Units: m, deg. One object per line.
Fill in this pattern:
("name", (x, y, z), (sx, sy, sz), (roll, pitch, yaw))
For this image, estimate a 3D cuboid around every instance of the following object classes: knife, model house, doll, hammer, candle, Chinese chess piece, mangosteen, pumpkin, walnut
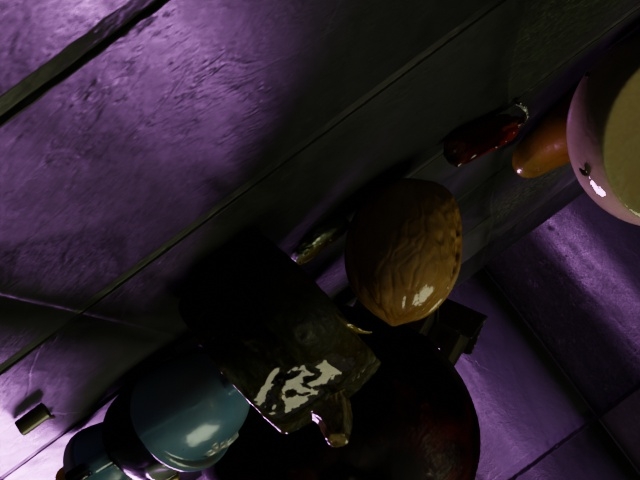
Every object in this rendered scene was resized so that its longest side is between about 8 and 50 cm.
("knife", (-0.102, 0.094, 1.745), (0.210, 0.015, 0.028), (-29, 174, -32))
("model house", (0.179, 0.109, 2.340), (0.243, 0.204, 0.211), (-59, 163, -24))
("doll", (-0.198, 0.236, 1.715), (0.314, 0.141, 0.177), (-36, 173, 31))
("hammer", (-0.302, 0.192, 1.501), (0.035, 0.019, 0.110), (-36, 176, -3))
("candle", (0.205, -0.134, 1.685), (0.053, 0.048, 0.162), (1, -161, 40))
("Chinese chess piece", (0.458, -0.150, 1.848), (0.273, 0.273, 0.102), (-35, -156, -8))
("mangosteen", (0.006, 0.250, 1.884), (0.381, 0.421, 0.381), (-21, 137, -20))
("pumpkin", (-0.029, 0.122, 1.483), (0.139, 0.222, 0.317), (-42, 170, -6))
("walnut", (0.097, 0.011, 1.613), (0.144, 0.144, 0.180), (100, 3, -77))

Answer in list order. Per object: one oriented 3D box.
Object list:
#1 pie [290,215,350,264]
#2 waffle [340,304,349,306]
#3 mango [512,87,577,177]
("pie", (0.000, 0.000, 1.634), (0.084, 0.020, 0.084), (-36, 172, -6))
("waffle", (-0.058, 0.213, 2.389), (0.292, 0.056, 0.309), (-35, 170, -10))
("mango", (0.370, -0.162, 1.973), (0.227, 0.099, 0.136), (-33, 179, 34))
